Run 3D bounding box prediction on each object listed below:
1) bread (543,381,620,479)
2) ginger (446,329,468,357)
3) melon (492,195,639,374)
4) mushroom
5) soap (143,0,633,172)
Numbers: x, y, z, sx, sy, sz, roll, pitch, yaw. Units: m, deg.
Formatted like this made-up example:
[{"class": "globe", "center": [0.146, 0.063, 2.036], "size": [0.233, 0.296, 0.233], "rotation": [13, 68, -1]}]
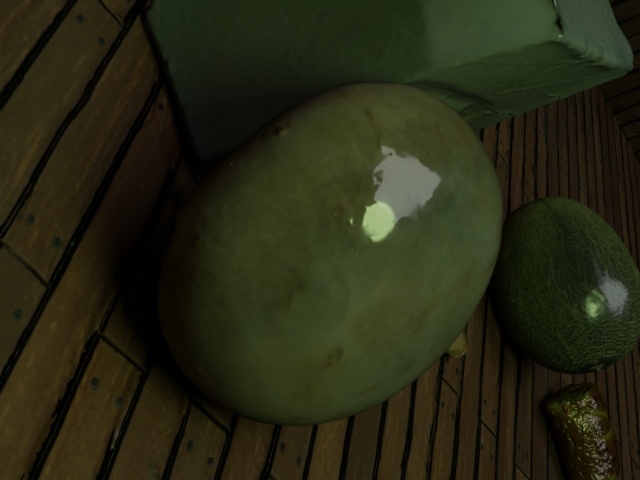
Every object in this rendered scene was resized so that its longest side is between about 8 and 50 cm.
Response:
[{"class": "bread", "center": [0.483, 0.357, 1.596], "size": [0.132, 0.103, 0.172], "rotation": [-18, 92, -52]}, {"class": "ginger", "center": [0.172, 0.041, 1.319], "size": [0.089, 0.075, 0.288], "rotation": [-17, 92, -36]}, {"class": "melon", "center": [0.430, 0.078, 1.534], "size": [0.248, 0.248, 0.329], "rotation": [25, 44, -50]}, {"class": "mushroom", "center": [0.000, 0.000, 0.857], "size": [0.294, 0.362, 0.362], "rotation": [44, 16, 34]}, {"class": "soap", "center": [0.084, -0.225, 0.985], "size": [0.350, 0.435, 0.213], "rotation": [3, 72, -58]}]
